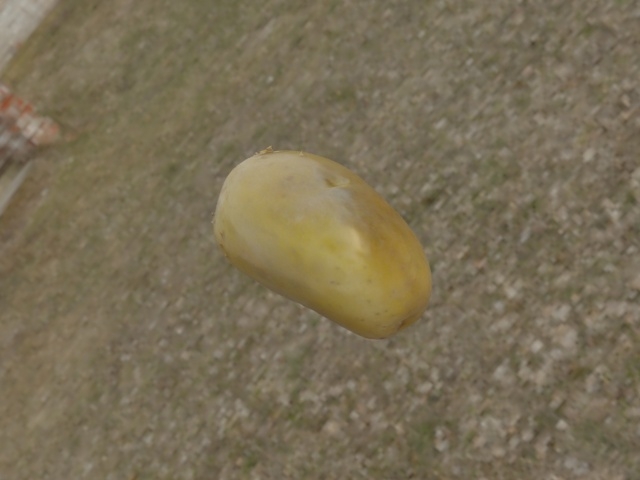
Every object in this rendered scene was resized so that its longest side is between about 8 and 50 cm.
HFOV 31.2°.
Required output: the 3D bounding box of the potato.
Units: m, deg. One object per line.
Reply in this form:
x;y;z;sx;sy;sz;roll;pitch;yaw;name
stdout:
0.000;0.000;1.033;0.234;0.150;0.146;26;114;36;potato
